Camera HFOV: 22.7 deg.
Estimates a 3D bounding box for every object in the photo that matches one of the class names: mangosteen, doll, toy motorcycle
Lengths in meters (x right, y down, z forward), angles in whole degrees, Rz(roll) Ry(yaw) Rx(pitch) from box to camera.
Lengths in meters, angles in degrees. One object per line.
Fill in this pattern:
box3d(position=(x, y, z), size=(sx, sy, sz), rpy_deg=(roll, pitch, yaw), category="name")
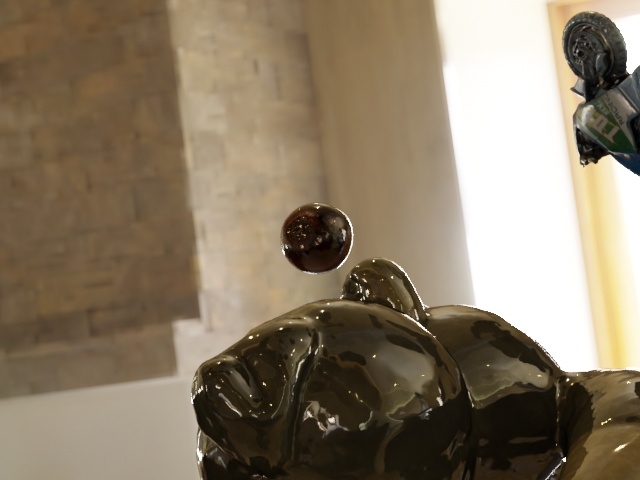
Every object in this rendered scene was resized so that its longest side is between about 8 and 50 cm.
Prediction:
box3d(position=(-0.002, -0.002, 1.729), size=(0.081, 0.081, 0.081), rpy_deg=(-8, -4, -1), category="mangosteen")
box3d(position=(0.091, 0.136, 1.153), size=(0.378, 0.252, 0.382), rpy_deg=(-11, 5, 38), category="doll")
box3d(position=(0.290, -0.084, 1.339), size=(0.092, 0.254, 0.135), rpy_deg=(-27, -34, -34), category="toy motorcycle")
